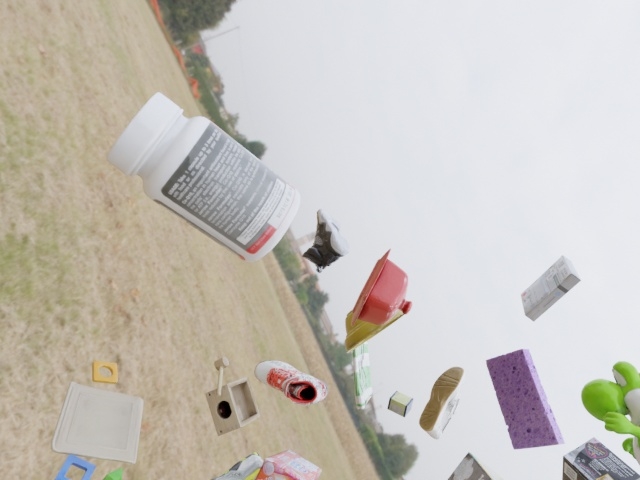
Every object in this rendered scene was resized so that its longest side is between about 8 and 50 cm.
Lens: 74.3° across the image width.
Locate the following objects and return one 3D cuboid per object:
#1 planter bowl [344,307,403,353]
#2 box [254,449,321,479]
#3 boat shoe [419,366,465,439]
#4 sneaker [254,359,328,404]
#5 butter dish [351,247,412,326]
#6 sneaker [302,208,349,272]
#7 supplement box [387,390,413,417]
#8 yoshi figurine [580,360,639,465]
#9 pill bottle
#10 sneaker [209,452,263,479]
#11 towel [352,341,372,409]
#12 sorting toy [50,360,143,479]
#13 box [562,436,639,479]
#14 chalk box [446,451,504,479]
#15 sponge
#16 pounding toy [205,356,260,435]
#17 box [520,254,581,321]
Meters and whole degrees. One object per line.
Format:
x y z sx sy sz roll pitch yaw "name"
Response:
0.137 0.222 1.198 0.090 0.217 0.217 56 -7 17 "planter bowl"
-0.098 0.703 1.219 0.128 0.123 0.257 22 -15 19 "box"
0.458 0.591 1.545 0.096 0.277 0.098 52 -28 -18 "boat shoe"
-0.112 0.461 1.388 0.145 0.269 0.090 50 58 -72 "sneaker"
0.154 0.129 0.968 0.118 0.160 0.160 27 -34 10 "butter dish"
0.000 0.000 1.473 0.101 0.153 0.269 36 18 -31 "sneaker"
0.346 0.707 1.829 0.083 0.083 0.056 -8 112 -59 "supplement box"
0.801 0.502 1.081 0.204 0.202 0.363 103 -14 -53 "yoshi figurine"
-0.188 -0.102 0.710 0.283 0.161 0.161 37 7 -23 "pill bottle"
-0.293 0.770 1.218 0.147 0.384 0.145 53 -51 21 "sneaker"
0.152 0.423 1.539 0.248 0.038 0.325 35 53 -73 "towel"
-0.534 0.445 1.023 0.196 0.047 0.348 31 20 -30 "sorting toy"
0.885 0.788 1.347 0.163 0.142 0.248 -133 -155 -59 "box"
0.362 0.581 0.889 0.132 0.132 0.213 39 -2 0 "chalk box"
0.473 0.372 0.994 0.117 0.031 0.210 -45 -135 48 "sponge"
-0.291 0.462 1.266 0.206 0.094 0.181 68 14 14 "pounding toy"
0.704 0.147 1.305 0.038 0.186 0.145 37 27 3 "box"
